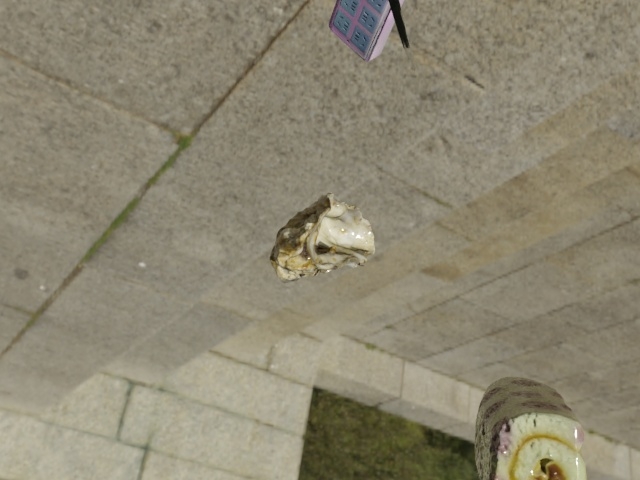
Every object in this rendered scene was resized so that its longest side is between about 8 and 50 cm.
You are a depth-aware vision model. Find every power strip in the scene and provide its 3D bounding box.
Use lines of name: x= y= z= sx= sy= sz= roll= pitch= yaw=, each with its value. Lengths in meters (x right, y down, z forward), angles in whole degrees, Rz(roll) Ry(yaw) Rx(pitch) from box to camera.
power strip: x=0.092 y=-0.427 z=1.276 sx=0.109 sy=0.038 sz=0.279 roll=46 pitch=148 yaw=13

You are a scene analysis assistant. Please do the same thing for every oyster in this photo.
oyster: x=-0.003 y=0.003 z=1.378 sx=0.110 sy=0.341 sz=0.166 roll=-4 pitch=108 yaw=32

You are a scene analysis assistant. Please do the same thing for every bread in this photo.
bread: x=0.328 y=0.333 z=1.220 sx=0.155 sy=0.187 sz=0.338 roll=-2 pitch=180 yaw=10

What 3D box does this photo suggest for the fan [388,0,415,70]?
fan: x=0.016 y=-0.258 z=0.465 sx=0.010 sy=0.182 sz=0.310 roll=-16 pitch=111 yaw=7
